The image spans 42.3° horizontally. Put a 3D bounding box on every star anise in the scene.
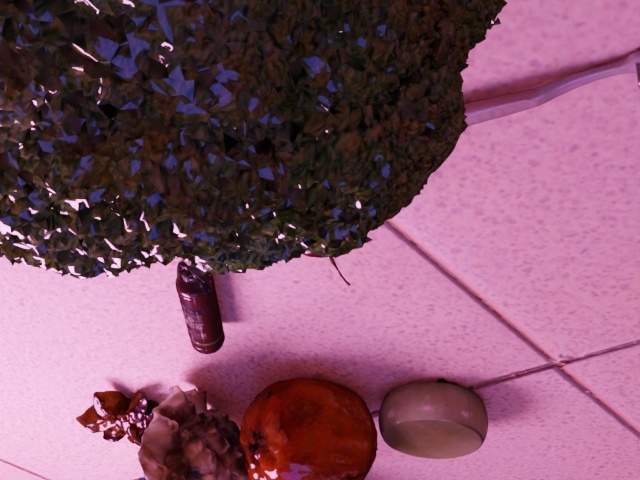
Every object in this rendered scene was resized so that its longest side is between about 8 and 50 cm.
[{"bbox_3d":[-0.274,0.261,1.205,0.167,0.057,0.168,10,138,10],"label":"star anise"}]

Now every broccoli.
[{"bbox_3d":[-0.079,-0.148,0.441,0.413,0.321,0.310,-2,154,-15],"label":"broccoli"}]

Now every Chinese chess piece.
[{"bbox_3d":[0.148,0.237,1.092,0.144,0.059,0.144,5,145,4],"label":"Chinese chess piece"}]

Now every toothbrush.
[{"bbox_3d":[0.147,-0.105,0.661,0.307,0.030,0.025,-12,146,25],"label":"toothbrush"}]

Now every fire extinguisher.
[{"bbox_3d":[-0.138,0.072,0.938,0.064,0.043,0.158,42,153,28],"label":"fire extinguisher"}]

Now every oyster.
[{"bbox_3d":[-0.147,0.333,1.119,0.114,0.238,0.351,-11,134,25],"label":"oyster"}]

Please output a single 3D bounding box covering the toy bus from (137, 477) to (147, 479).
[{"bbox_3d":[-0.150,0.484,1.360,0.323,0.194,0.162,-8,141,20],"label":"toy bus"}]

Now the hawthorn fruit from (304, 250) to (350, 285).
[{"bbox_3d":[0.000,0.000,0.769,0.066,0.103,0.067,-14,152,-7],"label":"hawthorn fruit"}]

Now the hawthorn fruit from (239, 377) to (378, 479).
[{"bbox_3d":[-0.016,0.255,1.078,0.179,0.173,0.173,-19,144,-11],"label":"hawthorn fruit"}]
